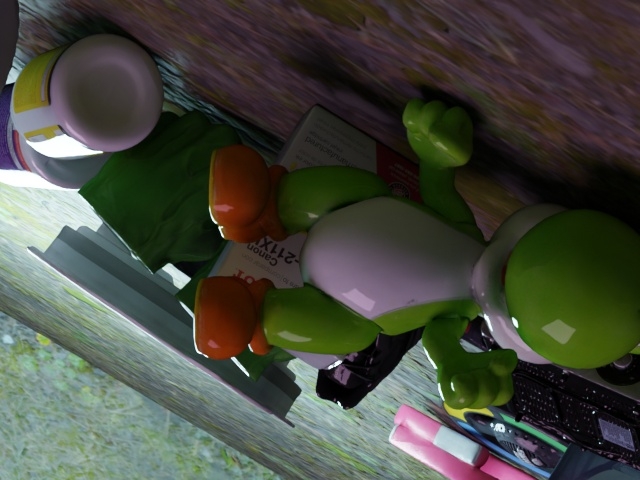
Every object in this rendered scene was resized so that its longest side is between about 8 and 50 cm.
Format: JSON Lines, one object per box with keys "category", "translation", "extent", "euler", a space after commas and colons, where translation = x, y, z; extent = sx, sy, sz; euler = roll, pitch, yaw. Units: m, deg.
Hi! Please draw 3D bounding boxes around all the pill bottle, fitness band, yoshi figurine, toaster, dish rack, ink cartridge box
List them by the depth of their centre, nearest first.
{"category": "yoshi figurine", "translation": [0.093, 0.019, 1.308], "extent": [0.362, 0.203, 0.204], "euler": [5, 125, 4]}
{"category": "ink cartridge box", "translation": [0.000, 0.000, 1.483], "extent": [0.127, 0.175, 0.072], "euler": [31, 165, -6]}
{"category": "toaster", "translation": [0.238, 0.109, 1.503], "extent": [0.168, 0.110, 0.186], "euler": [23, 158, 28]}
{"category": "pill bottle", "translation": [-0.218, -0.125, 1.627], "extent": [0.103, 0.103, 0.184], "euler": [35, 165, -21]}
{"category": "pill bottle", "translation": [-0.284, -0.106, 1.812], "extent": [0.108, 0.108, 0.193], "euler": [38, 164, -29]}
{"category": "dish rack", "translation": [-0.139, 0.080, 1.856], "extent": [0.285, 0.072, 0.333], "euler": [32, 174, 10]}
{"category": "fitness band", "translation": [0.203, 0.285, 2.220], "extent": [0.209, 0.054, 0.291], "euler": [32, 177, -36]}

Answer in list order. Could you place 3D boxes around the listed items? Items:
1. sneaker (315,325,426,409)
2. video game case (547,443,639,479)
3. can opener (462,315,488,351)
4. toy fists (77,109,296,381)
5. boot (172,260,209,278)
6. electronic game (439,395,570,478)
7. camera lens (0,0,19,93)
{"category": "sneaker", "translation": [0.047, 0.063, 1.654], "extent": [0.109, 0.130, 0.286], "euler": [25, 151, 16]}
{"category": "video game case", "translation": [0.275, 0.236, 1.552], "extent": [0.196, 0.274, 0.026], "euler": [16, 154, 43]}
{"category": "can opener", "translation": [0.150, 0.090, 1.746], "extent": [0.186, 0.073, 0.059], "euler": [35, 176, 19]}
{"category": "toy fists", "translation": [-0.082, -0.003, 1.594], "extent": [0.279, 0.142, 0.096], "euler": [44, 173, 29]}
{"category": "boot", "translation": [-0.133, -0.019, 1.805], "extent": [0.222, 0.118, 0.338], "euler": [32, 163, -2]}
{"category": "electronic game", "translation": [0.238, 0.228, 2.060], "extent": [0.229, 0.048, 0.229], "euler": [28, 165, 8]}
{"category": "camera lens", "translation": [-0.422, -0.200, 1.535], "extent": [0.274, 0.219, 0.219], "euler": [21, 164, 30]}
